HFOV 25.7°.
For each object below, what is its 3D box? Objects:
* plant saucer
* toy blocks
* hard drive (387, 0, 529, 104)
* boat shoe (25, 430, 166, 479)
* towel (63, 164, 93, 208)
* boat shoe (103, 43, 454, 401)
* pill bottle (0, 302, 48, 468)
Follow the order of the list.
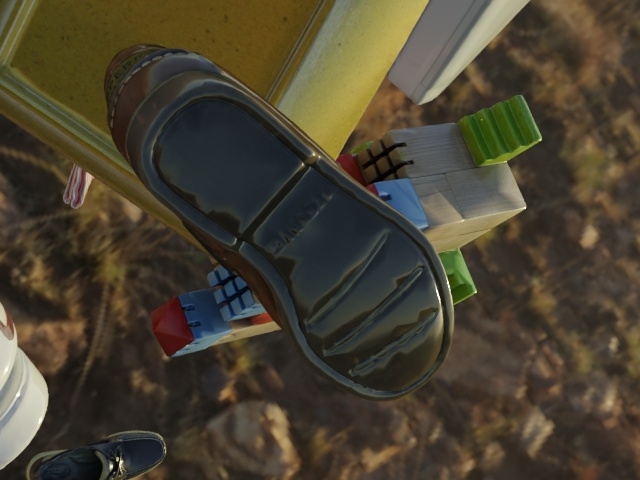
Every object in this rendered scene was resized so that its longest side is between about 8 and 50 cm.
[{"bbox_3d":[-0.120,-0.174,1.144,0.333,0.333,0.081,34,20,7],"label":"plant saucer"},{"bbox_3d":[0.000,0.000,1.337,0.261,0.381,0.191,-11,74,-45],"label":"toy blocks"},{"bbox_3d":[0.146,-0.206,0.797,0.040,0.307,0.203,43,72,3],"label":"hard drive"},{"bbox_3d":[-0.231,0.237,1.478,0.152,0.049,0.056,-12,95,-23],"label":"boat shoe"},{"bbox_3d":[-0.222,-0.134,1.516,0.029,0.144,0.197,23,29,-4],"label":"towel"},{"bbox_3d":[-0.018,-0.015,0.884,0.307,0.110,0.104,51,-2,-39],"label":"boat shoe"},{"bbox_3d":[-0.499,0.101,1.641,0.224,0.224,0.392,-85,153,-45],"label":"pill bottle"}]
